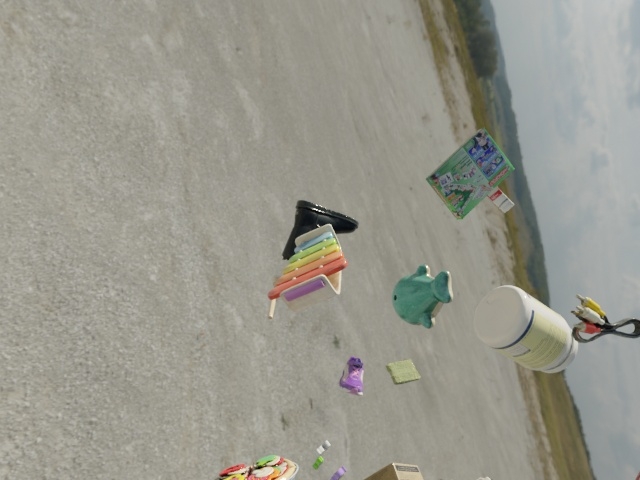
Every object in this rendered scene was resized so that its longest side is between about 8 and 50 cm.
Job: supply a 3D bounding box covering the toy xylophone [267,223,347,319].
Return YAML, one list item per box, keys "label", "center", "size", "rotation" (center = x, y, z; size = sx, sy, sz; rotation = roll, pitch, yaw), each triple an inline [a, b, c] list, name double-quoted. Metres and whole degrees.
- label: "toy xylophone"
  center: [-0.041, 0.081, 1.147]
  size: [0.081, 0.236, 0.323]
  rotation: [61, 7, -20]

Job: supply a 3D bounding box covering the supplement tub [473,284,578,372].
- label: "supplement tub"
  center: [0.754, 0.333, 1.682]
  size: [0.324, 0.235, 0.236]
  rotation: [31, 46, -20]

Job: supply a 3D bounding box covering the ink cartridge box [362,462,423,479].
- label: "ink cartridge box"
  center: [0.278, 1.008, 1.879]
  size: [0.193, 0.234, 0.088]
  rotation: [29, 28, -41]

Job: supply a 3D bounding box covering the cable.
- label: "cable"
  center: [0.904, 0.274, 1.435]
  size: [0.072, 0.286, 0.140]
  rotation: [138, -31, -74]

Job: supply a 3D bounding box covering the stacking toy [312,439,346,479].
- label: "stacking toy"
  center: [0.043, 0.688, 1.320]
  size: [0.052, 0.167, 0.221]
  rotation: [-31, 151, -29]

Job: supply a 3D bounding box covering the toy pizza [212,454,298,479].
- label: "toy pizza"
  center: [-0.144, 0.475, 0.921]
  size: [0.201, 0.201, 0.032]
  rotation: [9, 66, -66]

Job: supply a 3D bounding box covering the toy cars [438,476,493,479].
- label: "toy cars"
  center: [0.463, 0.833, 1.504]
  size: [0.393, 0.177, 0.087]
  rotation: [20, 17, -38]

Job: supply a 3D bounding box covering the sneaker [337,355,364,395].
- label: "sneaker"
  center: [0.124, 0.505, 1.728]
  size: [0.236, 0.095, 0.105]
  rotation: [-46, 155, -85]

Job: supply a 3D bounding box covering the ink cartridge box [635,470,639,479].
- label: "ink cartridge box"
  center: [1.130, 0.635, 1.356]
  size: [0.384, 0.160, 0.280]
  rotation: [17, 99, -40]

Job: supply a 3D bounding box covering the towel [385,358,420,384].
- label: "towel"
  center: [0.377, 0.601, 2.086]
  size: [0.110, 0.147, 0.027]
  rotation: [63, -34, 38]

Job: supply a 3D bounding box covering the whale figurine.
- label: "whale figurine"
  center: [0.329, 0.181, 1.507]
  size: [0.272, 0.141, 0.217]
  rotation: [131, -38, -66]

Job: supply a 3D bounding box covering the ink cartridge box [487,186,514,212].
- label: "ink cartridge box"
  center: [0.759, -0.193, 1.972]
  size: [0.135, 0.056, 0.099]
  rotation: [33, 23, -31]

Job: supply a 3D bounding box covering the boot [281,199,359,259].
- label: "boot"
  center: [0.000, 0.000, 1.512]
  size: [0.246, 0.094, 0.208]
  rotation: [18, 81, -30]

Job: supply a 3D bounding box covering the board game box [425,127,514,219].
- label: "board game box"
  center: [0.596, -0.265, 1.816]
  size: [0.214, 0.317, 0.046]
  rotation: [50, -11, -8]
